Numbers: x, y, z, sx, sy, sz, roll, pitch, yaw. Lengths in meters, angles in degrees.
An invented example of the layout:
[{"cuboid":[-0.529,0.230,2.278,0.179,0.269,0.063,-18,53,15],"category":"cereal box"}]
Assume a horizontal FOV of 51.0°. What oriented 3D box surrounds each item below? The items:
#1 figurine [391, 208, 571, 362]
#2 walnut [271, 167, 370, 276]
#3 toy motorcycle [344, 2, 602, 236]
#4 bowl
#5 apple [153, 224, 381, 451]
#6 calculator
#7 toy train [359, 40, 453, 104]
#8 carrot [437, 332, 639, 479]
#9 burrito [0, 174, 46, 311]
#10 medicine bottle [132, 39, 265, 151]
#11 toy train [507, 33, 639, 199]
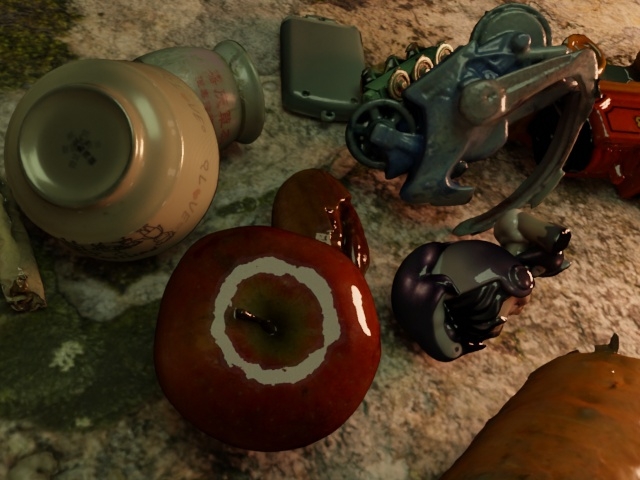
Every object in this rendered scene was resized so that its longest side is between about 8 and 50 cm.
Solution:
[{"cuboid":[0.190,0.045,0.818,0.222,0.145,0.145,-37,70,-16],"category":"figurine"},{"cuboid":[0.000,0.000,0.819,0.116,0.115,0.207,1,54,-16],"category":"walnut"},{"cuboid":[0.214,-0.150,0.893,0.319,0.182,0.241,-36,73,6],"category":"toy motorcycle"},{"cuboid":[-0.239,-0.094,0.730,0.238,0.126,0.237,0,88,6],"category":"bowl"},{"cuboid":[-0.052,0.100,0.670,0.230,0.230,0.230,8,53,-11],"category":"apple"},{"cuboid":[0.005,-0.277,1.066,0.141,0.045,0.246,5,53,-14],"category":"calculator"},{"cuboid":[0.141,-0.224,1.021,0.194,0.125,0.081,-37,31,-29],"category":"toy train"},{"cuboid":[0.216,0.267,0.620,0.224,0.224,0.341,38,46,12],"category":"carrot"},{"cuboid":[-0.352,-0.001,0.759,0.045,0.041,0.185,-33,63,12],"category":"burrito"},{"cuboid":[-0.162,-0.181,0.880,0.143,0.147,0.147,-20,63,-31],"category":"medicine bottle"},{"cuboid":[0.476,-0.186,1.076,0.369,0.163,0.231,1,63,-17],"category":"toy train"}]
